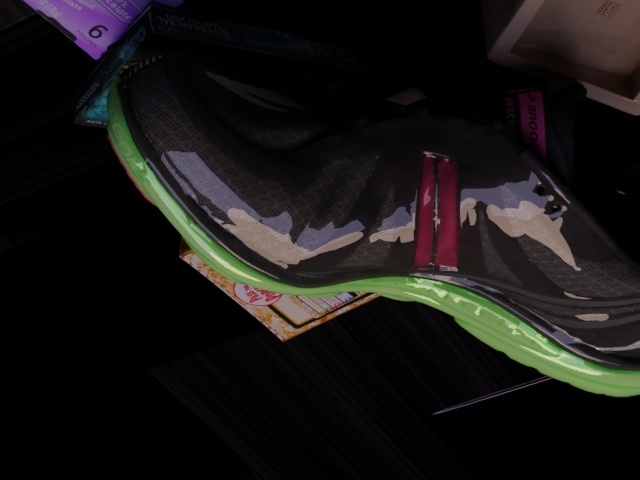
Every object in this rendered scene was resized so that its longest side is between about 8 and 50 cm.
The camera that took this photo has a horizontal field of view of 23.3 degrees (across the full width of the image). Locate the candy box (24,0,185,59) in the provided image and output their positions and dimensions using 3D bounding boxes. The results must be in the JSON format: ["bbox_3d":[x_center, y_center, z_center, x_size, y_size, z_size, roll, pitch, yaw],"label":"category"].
[{"bbox_3d":[-0.137,-0.236,1.048,0.196,0.070,0.165,-28,131,28],"label":"candy box"}]

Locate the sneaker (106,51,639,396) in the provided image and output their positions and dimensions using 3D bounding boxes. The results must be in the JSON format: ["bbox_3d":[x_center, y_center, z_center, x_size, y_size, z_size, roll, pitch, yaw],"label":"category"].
[{"bbox_3d":[0.084,-0.049,1.091,0.482,0.185,0.202,17,126,-19],"label":"sneaker"}]

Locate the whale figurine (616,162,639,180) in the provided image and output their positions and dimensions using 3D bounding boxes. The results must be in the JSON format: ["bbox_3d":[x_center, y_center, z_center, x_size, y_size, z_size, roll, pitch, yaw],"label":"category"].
[{"bbox_3d":[0.304,-0.025,1.251,0.272,0.141,0.216,11,154,24],"label":"whale figurine"}]

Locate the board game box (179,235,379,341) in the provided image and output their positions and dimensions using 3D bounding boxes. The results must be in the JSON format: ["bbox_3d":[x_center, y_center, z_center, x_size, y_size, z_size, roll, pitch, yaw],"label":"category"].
[{"bbox_3d":[0.000,0.000,1.323,0.193,0.045,0.147,-26,132,26],"label":"board game box"}]

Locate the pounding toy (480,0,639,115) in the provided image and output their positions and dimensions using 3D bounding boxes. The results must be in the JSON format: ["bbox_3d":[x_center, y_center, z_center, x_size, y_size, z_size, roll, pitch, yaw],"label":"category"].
[{"bbox_3d":[0.190,-0.212,1.053,0.181,0.094,0.206,18,133,-17],"label":"pounding toy"}]

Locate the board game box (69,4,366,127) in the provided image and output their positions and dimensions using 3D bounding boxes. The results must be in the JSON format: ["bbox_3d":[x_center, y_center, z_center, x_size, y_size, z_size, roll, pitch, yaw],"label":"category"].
[{"bbox_3d":[-0.076,-0.116,1.157,0.186,0.026,0.126,5,149,-35],"label":"board game box"}]
